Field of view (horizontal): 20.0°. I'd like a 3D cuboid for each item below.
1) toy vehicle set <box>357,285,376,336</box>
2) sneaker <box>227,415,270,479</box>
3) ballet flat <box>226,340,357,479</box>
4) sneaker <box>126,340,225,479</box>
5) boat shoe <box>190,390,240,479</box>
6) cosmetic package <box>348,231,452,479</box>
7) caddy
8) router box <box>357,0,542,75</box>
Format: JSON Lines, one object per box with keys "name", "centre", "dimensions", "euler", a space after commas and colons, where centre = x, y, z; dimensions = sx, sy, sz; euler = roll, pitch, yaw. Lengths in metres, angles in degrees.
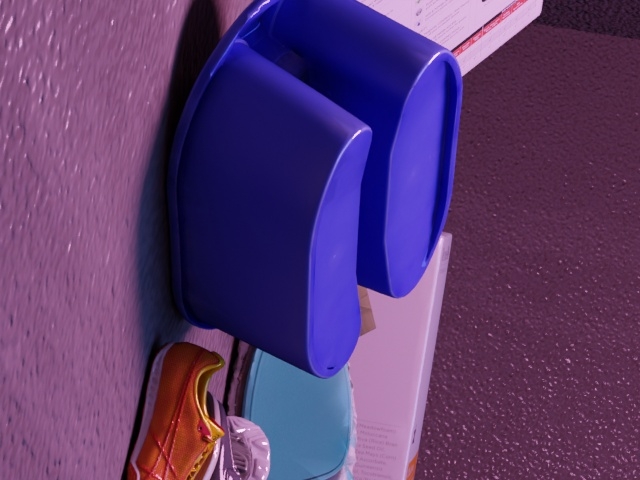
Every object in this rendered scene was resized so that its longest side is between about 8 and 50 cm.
{"name": "toy vehicle set", "centre": [0.000, 0.000, 1.864], "dimensions": [0.166, 0.035, 0.267], "euler": [63, -2, 15]}
{"name": "sneaker", "centre": [-0.112, 0.257, 1.565], "dimensions": [0.115, 0.090, 0.232], "euler": [101, 12, -53]}
{"name": "ballet flat", "centre": [-0.038, 0.263, 1.886], "dimensions": [0.147, 0.147, 0.409], "euler": [-12, 97, -82]}
{"name": "sneaker", "centre": [-0.114, 0.168, 1.439], "dimensions": [0.064, 0.067, 0.175], "euler": [42, 60, -83]}
{"name": "boat shoe", "centre": [-0.094, 0.222, 1.486], "dimensions": [0.065, 0.075, 0.206], "euler": [34, 42, -37]}
{"name": "cosmetic package", "centre": [0.066, 0.201, 2.515], "dimensions": [0.230, 0.161, 0.453], "euler": [-11, 109, -82]}
{"name": "caddy", "centre": [-0.019, -0.053, 1.485], "dimensions": [0.241, 0.179, 0.341], "euler": [-45, 152, -35]}
{"name": "router box", "centre": [0.100, -0.269, 1.813], "dimensions": [0.335, 0.082, 0.301], "euler": [-38, 151, -27]}
